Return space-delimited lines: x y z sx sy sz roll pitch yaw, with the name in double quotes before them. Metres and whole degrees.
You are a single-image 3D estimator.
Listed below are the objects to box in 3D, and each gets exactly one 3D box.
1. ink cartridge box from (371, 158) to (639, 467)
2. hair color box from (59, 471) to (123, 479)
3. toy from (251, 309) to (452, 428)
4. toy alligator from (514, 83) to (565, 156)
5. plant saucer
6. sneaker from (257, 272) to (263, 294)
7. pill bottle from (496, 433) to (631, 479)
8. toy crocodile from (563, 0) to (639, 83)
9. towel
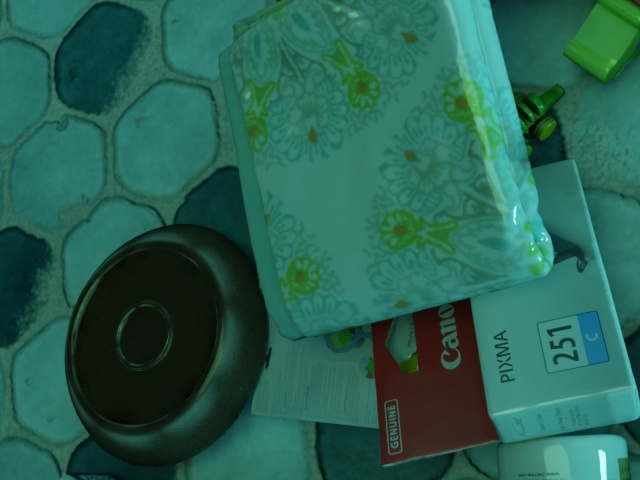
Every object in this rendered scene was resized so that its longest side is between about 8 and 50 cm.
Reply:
"ink cartridge box" 0.169 0.070 1.053 0.261 0.066 0.296 -15 48 14
"hair color box" -0.174 0.418 1.166 0.347 0.105 0.174 22 87 24
"toy" 0.041 0.146 1.162 0.237 0.056 0.136 0 74 32
"toy alligator" 0.206 -0.112 1.155 0.189 0.051 0.056 -46 66 7
"plant saucer" -0.209 0.122 1.255 0.311 0.050 0.310 -10 69 26
"sneaker" 0.000 0.000 1.202 0.084 0.069 0.185 32 89 29
"pill bottle" 0.249 0.312 1.001 0.131 0.131 0.229 -7 76 21
"toy crocodile" 0.399 -0.316 1.092 0.340 0.105 0.115 -46 66 8
"towel" 0.050 -0.105 1.067 0.321 0.090 0.374 -19 80 36
